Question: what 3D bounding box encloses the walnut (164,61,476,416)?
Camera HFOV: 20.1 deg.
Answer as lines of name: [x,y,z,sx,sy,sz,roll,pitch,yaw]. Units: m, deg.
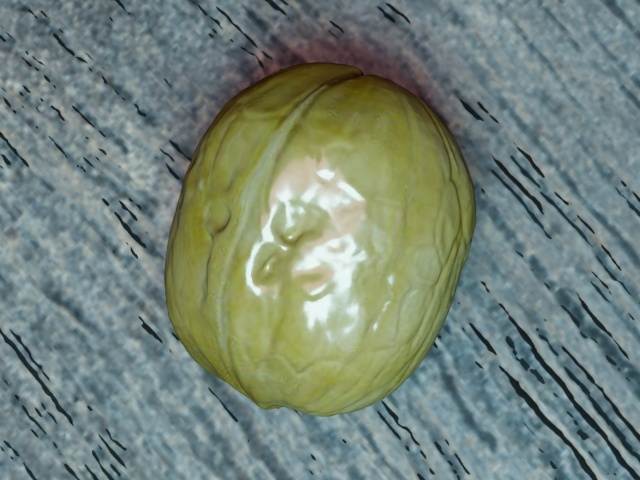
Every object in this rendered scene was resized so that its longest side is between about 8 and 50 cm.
walnut: [0.000,0.000,1.151,0.193,0.193,0.226,10,90,10]
